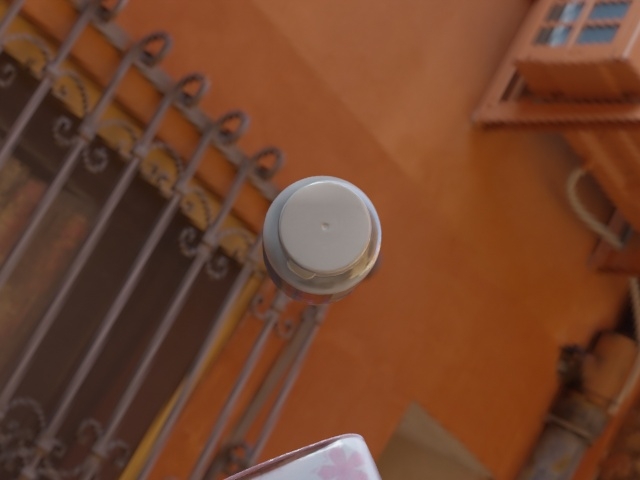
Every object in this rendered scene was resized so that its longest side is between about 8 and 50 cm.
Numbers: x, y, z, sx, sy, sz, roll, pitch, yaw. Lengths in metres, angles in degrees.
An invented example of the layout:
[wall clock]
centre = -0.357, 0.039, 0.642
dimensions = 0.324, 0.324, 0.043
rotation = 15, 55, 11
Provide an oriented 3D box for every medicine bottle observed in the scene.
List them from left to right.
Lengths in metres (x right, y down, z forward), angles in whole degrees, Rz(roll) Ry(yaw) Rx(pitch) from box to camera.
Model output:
[medicine bottle]
centre = 0.000, 0.000, 1.282
dimensions = 0.107, 0.107, 0.191
rotation = 29, -7, 1

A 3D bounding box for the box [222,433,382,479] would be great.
[box]
centre = 0.017, 0.357, 1.125
dimensions = 0.112, 0.190, 0.370
rotation = 67, -1, -58
